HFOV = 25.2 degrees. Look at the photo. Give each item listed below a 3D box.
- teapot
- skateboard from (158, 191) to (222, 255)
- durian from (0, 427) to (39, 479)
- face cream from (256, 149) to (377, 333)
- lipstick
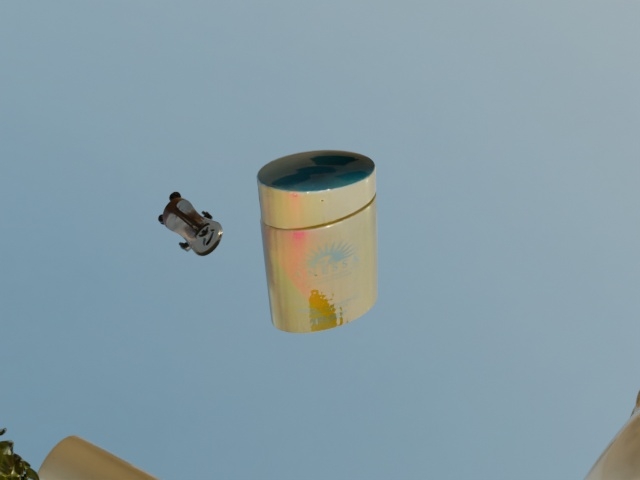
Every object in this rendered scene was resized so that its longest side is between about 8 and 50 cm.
[{"bbox_3d":[0.268,0.214,1.231,0.092,0.145,0.226,32,-130,23],"label":"teapot"},{"bbox_3d":[-0.178,-0.016,2.040,0.080,0.067,0.151,34,176,23],"label":"skateboard"},{"bbox_3d":[-0.328,0.203,1.189,0.221,0.137,0.095,-10,-145,32],"label":"durian"},{"bbox_3d":[0.000,0.000,1.681,0.139,0.285,0.067,-16,-128,-10],"label":"face cream"},{"bbox_3d":[-0.130,0.298,1.408,0.327,0.087,0.087,24,-154,22],"label":"lipstick"}]
